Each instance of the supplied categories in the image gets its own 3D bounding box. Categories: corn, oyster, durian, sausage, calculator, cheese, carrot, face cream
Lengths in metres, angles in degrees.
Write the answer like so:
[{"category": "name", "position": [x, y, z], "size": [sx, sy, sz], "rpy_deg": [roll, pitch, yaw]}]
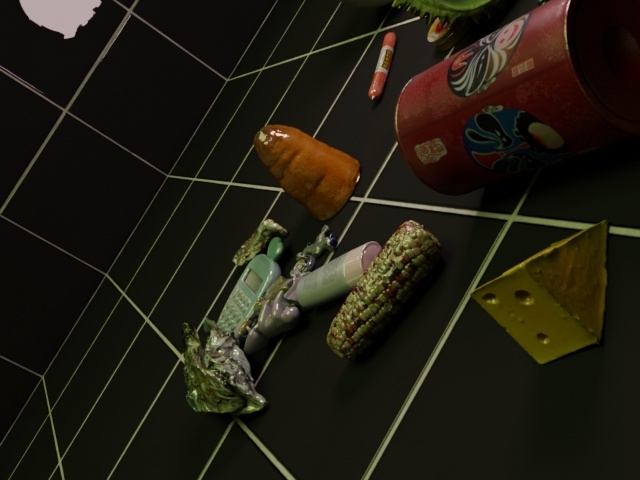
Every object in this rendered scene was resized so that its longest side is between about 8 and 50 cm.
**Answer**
[{"category": "corn", "position": [0.095, 0.083, 1.239], "size": [0.253, 0.086, 0.086], "rpy_deg": [-53, 22, 11]}, {"category": "oyster", "position": [-0.205, 0.263, 1.570], "size": [0.158, 0.162, 0.351], "rpy_deg": [-32, 25, -19]}, {"category": "durian", "position": [0.308, -0.562, 1.520], "size": [0.394, 0.198, 0.163], "rpy_deg": [-44, 26, 11]}, {"category": "sausage", "position": [0.149, -0.416, 1.874], "size": [0.034, 0.034, 0.253], "rpy_deg": [-33, 32, 45]}, {"category": "calculator", "position": [-0.157, 0.127, 1.767], "size": [0.295, 0.042, 0.184], "rpy_deg": [-59, 22, 1]}, {"category": "cheese", "position": [0.278, 0.038, 0.934], "size": [0.171, 0.126, 0.093], "rpy_deg": [-50, 7, -38]}, {"category": "carrot", "position": [-0.040, -0.168, 1.691], "size": [0.159, 0.225, 0.159], "rpy_deg": [-46, 20, 22]}, {"category": "oyster", "position": [-0.154, -0.006, 1.912], "size": [0.200, 0.061, 0.106], "rpy_deg": [-43, 25, 32]}, {"category": "face cream", "position": [0.034, 0.067, 1.426], "size": [0.198, 0.057, 0.084], "rpy_deg": [-27, 37, 48]}]

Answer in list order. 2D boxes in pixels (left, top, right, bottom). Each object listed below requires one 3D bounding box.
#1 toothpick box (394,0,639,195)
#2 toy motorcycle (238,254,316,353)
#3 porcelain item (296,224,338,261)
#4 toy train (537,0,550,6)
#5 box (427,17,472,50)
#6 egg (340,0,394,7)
[{"category": "toothpick box", "position": [0.278, -0.194, 1.079], "size": [0.333, 0.204, 0.204], "rpy_deg": [-19, 43, 58]}, {"category": "toy motorcycle", "position": [-0.078, 0.133, 1.546], "size": [0.225, 0.073, 0.152], "rpy_deg": [-48, 23, 13]}, {"category": "porcelain item", "position": [0.000, 0.000, 1.632], "size": [0.136, 0.021, 0.075], "rpy_deg": [-24, 39, 54]}, {"category": "toy train", "position": [0.430, -0.453, 1.299], "size": [0.170, 0.071, 0.111], "rpy_deg": [-38, 19, 41]}, {"category": "box", "position": [0.273, -0.449, 1.657], "size": [0.105, 0.037, 0.105], "rpy_deg": [-44, 25, 27]}, {"category": "egg", "position": [0.144, -0.717, 2.074], "size": [0.337, 0.201, 0.337], "rpy_deg": [-20, 38, 17]}]
